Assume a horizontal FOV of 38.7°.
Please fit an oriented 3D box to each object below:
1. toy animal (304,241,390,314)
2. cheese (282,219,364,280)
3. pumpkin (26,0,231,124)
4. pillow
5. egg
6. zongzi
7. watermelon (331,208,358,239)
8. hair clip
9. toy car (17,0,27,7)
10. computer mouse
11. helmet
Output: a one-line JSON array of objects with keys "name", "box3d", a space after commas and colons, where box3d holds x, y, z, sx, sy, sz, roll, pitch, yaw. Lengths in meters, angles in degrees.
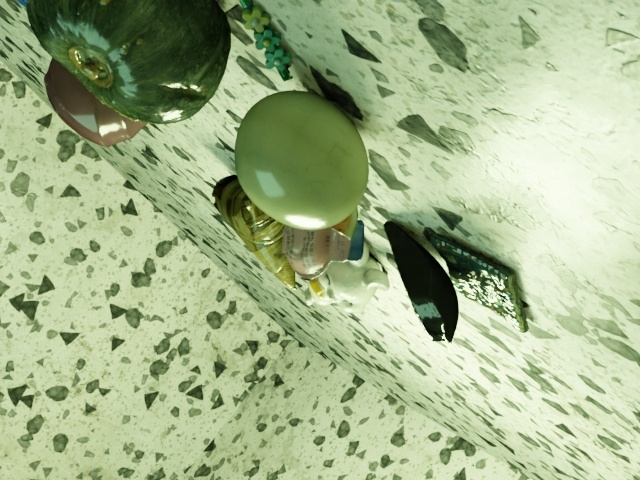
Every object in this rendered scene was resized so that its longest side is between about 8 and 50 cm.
[{"name": "toy animal", "box3d": [0.057, 0.078, 2.227, 0.208, 0.154, 0.325, 58, 148, 7]}, {"name": "cheese", "box3d": [0.000, 0.000, 2.108, 0.074, 0.189, 0.286, 3, 177, -41]}, {"name": "pumpkin", "box3d": [-0.307, -0.345, 1.495, 0.291, 0.257, 0.328, 12, 146, 39]}, {"name": "pillow", "box3d": [0.310, 0.079, 1.760, 0.189, 0.034, 0.255, 33, 168, 33]}, {"name": "egg", "box3d": [-0.032, -0.134, 1.543, 0.219, 0.219, 0.269, 25, 156, 48]}, {"name": "zongzi", "box3d": [-0.159, -0.023, 2.368, 0.286, 0.134, 0.288, 28, 142, 58]}, {"name": "watermelon", "box3d": [0.030, -0.090, 1.885, 0.163, 0.087, 0.069, 40, 137, -11]}, {"name": "hair clip", "box3d": [-0.081, -0.320, 1.453, 0.049, 0.049, 0.173, 29, 163, 40]}, {"name": "toy car", "box3d": [-0.762, -0.644, 2.196, 0.216, 0.063, 0.103, 46, 167, -29]}, {"name": "computer mouse", "box3d": [0.209, 0.075, 1.805, 0.168, 0.087, 0.295, 58, -171, -40]}, {"name": "helmet", "box3d": [-0.606, -0.380, 2.392, 0.338, 0.197, 0.271, 37, 170, 3]}]
